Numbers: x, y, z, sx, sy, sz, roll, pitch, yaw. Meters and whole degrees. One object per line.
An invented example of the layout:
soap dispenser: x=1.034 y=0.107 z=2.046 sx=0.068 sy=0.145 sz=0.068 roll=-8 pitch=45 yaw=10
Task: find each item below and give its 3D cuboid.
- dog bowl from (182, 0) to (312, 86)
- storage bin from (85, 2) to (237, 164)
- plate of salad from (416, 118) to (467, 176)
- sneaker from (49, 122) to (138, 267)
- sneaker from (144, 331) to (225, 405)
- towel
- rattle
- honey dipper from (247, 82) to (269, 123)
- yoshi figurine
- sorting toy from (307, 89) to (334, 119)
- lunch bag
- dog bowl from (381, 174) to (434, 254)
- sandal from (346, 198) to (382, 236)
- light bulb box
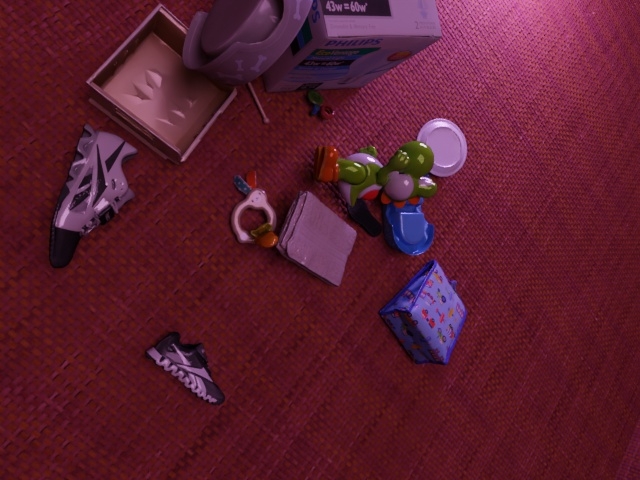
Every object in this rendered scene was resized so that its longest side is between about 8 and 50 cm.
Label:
dog bowl: x=-0.154 y=-0.494 z=1.016 sx=0.102 sy=0.349 sz=0.348 roll=29 pitch=73 yaw=-42
storage bin: x=-0.369 y=-0.365 z=1.135 sx=0.260 sy=0.123 sz=0.262 roll=39 pitch=70 yaw=-21
plate of salad: x=0.412 y=-0.316 z=1.600 sx=0.200 sy=0.048 sz=0.199 roll=1 pitch=88 yaw=-18
sneaker: x=-0.502 y=-0.088 z=1.046 sx=0.147 sy=0.122 sz=0.330 roll=18 pitch=79 yaw=-25
sneaker: x=-0.309 y=0.312 z=1.152 sx=0.234 sy=0.078 sz=0.106 roll=45 pitch=70 yaw=-17
towel: x=0.000 y=0.000 z=1.307 sx=0.282 sy=0.049 sz=0.187 roll=35 pitch=70 yaw=-45
rattle: x=-0.172 y=-0.087 z=1.220 sx=0.130 sy=0.143 sz=0.199 roll=3 pitch=94 yaw=-4
honey dipper: x=-0.182 y=-0.399 z=1.293 sx=0.031 sy=0.031 sz=0.160 roll=-30 pitch=104 yaw=-27
yoshi figurine: x=0.172 y=-0.223 z=1.339 sx=0.363 sy=0.203 sz=0.203 roll=9 pitch=59 yaw=-11
sorting toy: x=-0.008 y=-0.393 z=1.385 sx=0.102 sy=0.042 sz=0.061 roll=46 pitch=51 yaw=-6
lunch bag: x=0.368 y=0.219 z=1.509 sx=0.293 sy=0.138 sz=0.220 roll=-43 pitch=104 yaw=-33
dog bowl: x=0.273 y=-0.101 z=1.496 sx=0.166 sy=0.074 sz=0.296 roll=-2 pitch=89 yaw=-28
sandal: x=0.126 y=-0.075 z=1.440 sx=0.067 sy=0.040 sz=0.179 roll=-53 pitch=125 yaw=-15
light bulb box: x=0.056 y=-0.570 z=1.243 sx=0.358 sy=0.361 sz=0.225 roll=-14 pitch=93 yaw=-28
